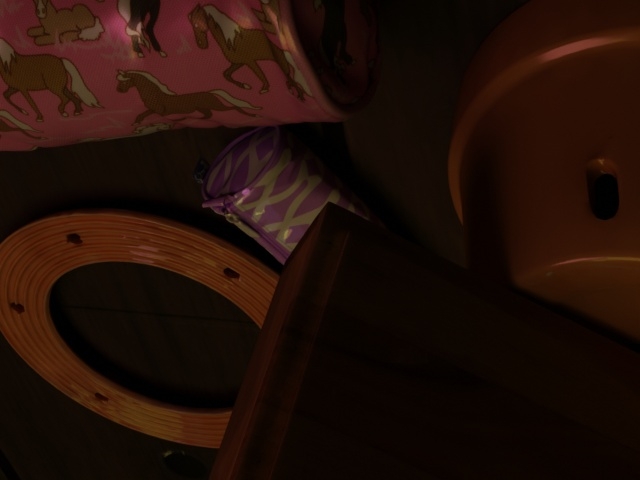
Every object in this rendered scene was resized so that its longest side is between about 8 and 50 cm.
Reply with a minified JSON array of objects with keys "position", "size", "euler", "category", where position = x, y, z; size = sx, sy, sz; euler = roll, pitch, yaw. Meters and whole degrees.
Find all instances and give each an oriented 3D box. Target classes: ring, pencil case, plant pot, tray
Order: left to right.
[{"position":[-0.148,-0.139,0.848],"size":[0.386,0.167,0.160],"euler":[-3,103,23],"category":"pencil case"},{"position":[-0.141,0.083,1.196],"size":[0.336,0.032,0.336],"euler":[12,140,10],"category":"ring"},{"position":[0.000,0.000,1.001],"size":[0.086,0.088,0.206],"euler":[-22,127,41],"category":"pencil case"},{"position":[0.151,0.155,0.710],"size":[0.411,0.203,0.076],"euler":[25,139,-8],"category":"tray"},{"position":[0.213,0.002,0.831],"size":[0.291,0.203,0.291],"euler":[10,139,9],"category":"plant pot"}]
